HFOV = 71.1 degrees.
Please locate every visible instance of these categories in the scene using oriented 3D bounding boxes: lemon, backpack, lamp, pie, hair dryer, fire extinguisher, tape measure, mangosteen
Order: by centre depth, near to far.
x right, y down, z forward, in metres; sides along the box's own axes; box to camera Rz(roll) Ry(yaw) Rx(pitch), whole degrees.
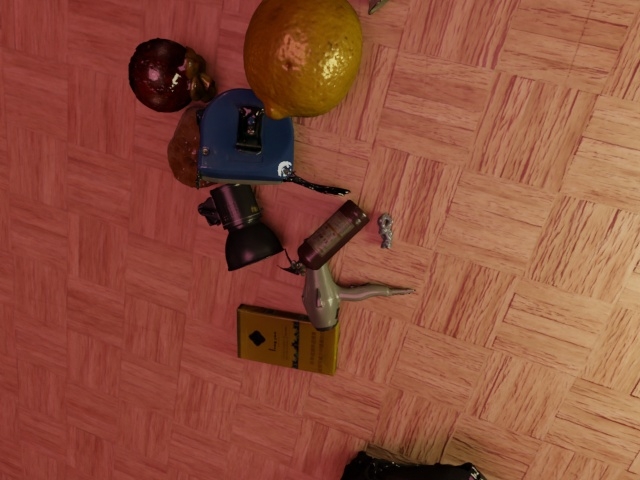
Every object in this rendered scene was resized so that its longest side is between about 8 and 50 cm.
[{"bbox_3d":[-0.037,-0.357,0.867,0.228,0.228,0.254,30,113,4],"label":"lemon"},{"bbox_3d":[-0.094,-0.210,0.984,0.351,0.098,0.216,2,80,-15],"label":"tape measure"},{"bbox_3d":[-0.323,-0.360,0.985,0.180,0.166,0.166,1,110,-3],"label":"mangosteen"},{"bbox_3d":[0.000,0.000,1.031,0.231,0.071,0.099,-42,57,3],"label":"fire extinguisher"},{"bbox_3d":[-0.285,-0.215,1.063,0.195,0.046,0.195,3,97,28],"label":"pie"},{"bbox_3d":[-0.199,-0.055,1.075,0.172,0.147,0.228,-19,95,18],"label":"lamp"},{"bbox_3d":[0.062,0.075,1.086,0.267,0.092,0.229,-25,94,8],"label":"hair dryer"},{"bbox_3d":[0.256,0.714,1.145,0.445,0.255,0.363,-24,100,36],"label":"backpack"}]

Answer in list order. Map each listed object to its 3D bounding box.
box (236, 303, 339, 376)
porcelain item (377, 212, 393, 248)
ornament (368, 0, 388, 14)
[{"bbox_3d":[-0.090,0.266,1.197,0.278,0.041,0.153,7,111,13],"label":"box"},{"bbox_3d":[0.151,-0.023,1.039,0.036,0.028,0.083,-4,108,2],"label":"porcelain item"},{"bbox_3d":[0.077,-0.526,0.865,0.074,0.081,0.156,-39,100,-11],"label":"ornament"}]
